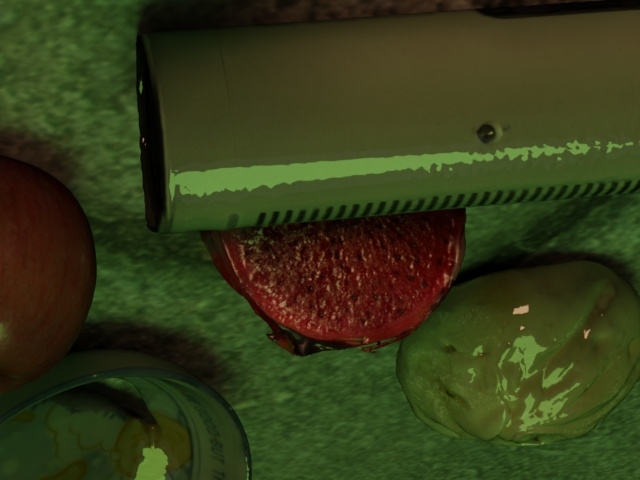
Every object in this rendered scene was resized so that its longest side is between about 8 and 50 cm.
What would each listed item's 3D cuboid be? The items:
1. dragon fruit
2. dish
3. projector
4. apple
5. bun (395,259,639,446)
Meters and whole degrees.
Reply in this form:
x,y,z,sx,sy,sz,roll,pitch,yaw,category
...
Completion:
x,y,z,sx,sy,sz,roll,pitch,yaw,category
0.000,0.000,1.123,0.153,0.153,0.111,-3,170,-13,dragon fruit
-0.197,0.172,1.383,0.273,0.134,0.273,-21,131,-26,dish
0.074,-0.067,1.032,0.337,0.108,0.108,-5,153,-10,projector
-0.200,0.024,1.097,0.153,0.120,0.153,-9,154,-4,apple
0.145,0.090,1.369,0.183,0.102,0.183,-9,150,-5,bun
